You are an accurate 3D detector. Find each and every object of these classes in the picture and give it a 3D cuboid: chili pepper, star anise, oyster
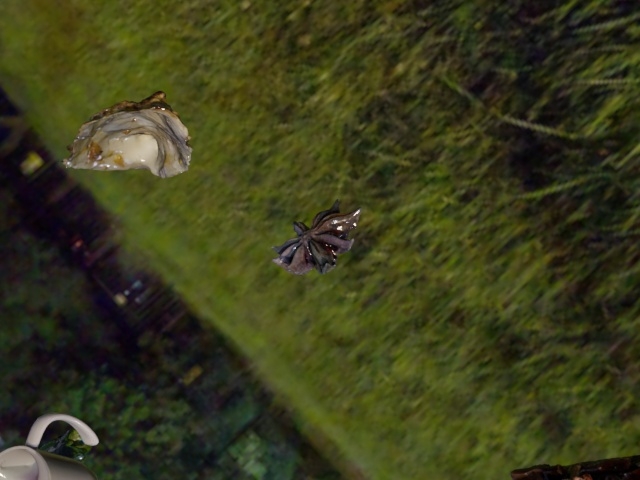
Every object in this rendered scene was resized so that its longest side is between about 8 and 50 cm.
[{"bbox_3d":[-0.472,0.397,1.706,0.061,0.224,0.098,29,-150,-32],"label":"chili pepper"},{"bbox_3d":[0.000,0.000,1.702,0.061,0.180,0.205,52,162,-26],"label":"star anise"},{"bbox_3d":[-0.317,-0.164,1.599,0.396,0.204,0.110,152,116,-77],"label":"oyster"}]

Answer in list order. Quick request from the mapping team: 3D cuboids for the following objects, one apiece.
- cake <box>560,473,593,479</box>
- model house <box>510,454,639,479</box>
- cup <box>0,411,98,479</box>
[{"bbox_3d":[0.276,0.340,1.261,0.262,0.158,0.159,-79,-28,-72],"label":"cake"},{"bbox_3d":[0.502,0.431,1.594,0.317,0.282,0.297,-27,100,40],"label":"model house"},{"bbox_3d":[-0.361,0.331,1.304,0.142,0.134,0.173,34,-147,-55],"label":"cup"}]
